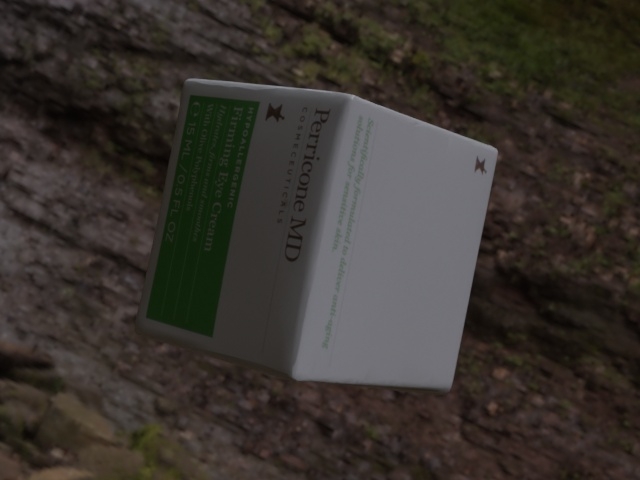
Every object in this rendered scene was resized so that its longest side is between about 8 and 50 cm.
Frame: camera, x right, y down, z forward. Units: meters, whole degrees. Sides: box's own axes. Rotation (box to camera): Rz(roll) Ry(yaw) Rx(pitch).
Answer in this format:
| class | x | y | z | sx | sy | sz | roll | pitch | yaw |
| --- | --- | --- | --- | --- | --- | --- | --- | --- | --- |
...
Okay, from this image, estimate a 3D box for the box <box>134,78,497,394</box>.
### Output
| class | x | y | z | sx | sy | sz | roll | pitch | yaw |
| --- | --- | --- | --- | --- | --- | --- | --- | --- | --- |
| box | 0.000 | 0.000 | 0.431 | 0.087 | 0.101 | 0.102 | 11 | -1 | 39 |
